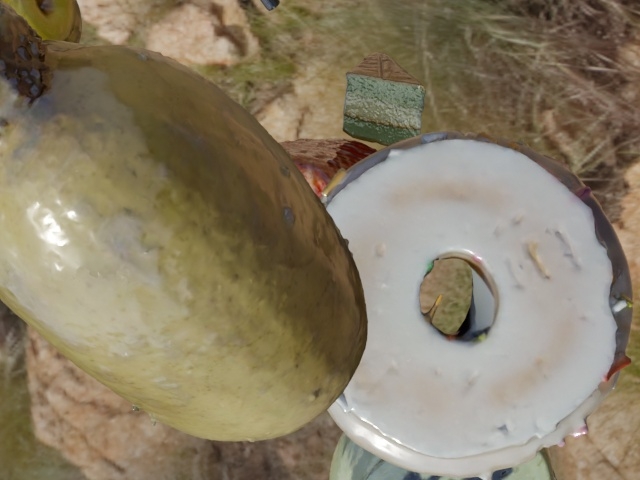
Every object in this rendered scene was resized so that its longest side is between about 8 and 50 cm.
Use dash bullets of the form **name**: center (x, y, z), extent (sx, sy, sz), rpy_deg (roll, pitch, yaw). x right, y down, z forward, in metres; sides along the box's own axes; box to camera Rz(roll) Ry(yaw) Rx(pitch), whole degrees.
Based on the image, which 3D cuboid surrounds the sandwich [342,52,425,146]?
- **sandwich**: center (0.128, -0.243, 1.617), extent (0.144, 0.187, 0.117), rpy_deg (14, 117, 16)

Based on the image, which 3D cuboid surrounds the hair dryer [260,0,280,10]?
- **hair dryer**: center (-0.102, -0.385, 1.495), extent (0.083, 0.026, 0.047), rpy_deg (11, 145, 53)

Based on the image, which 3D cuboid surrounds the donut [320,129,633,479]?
- **donut**: center (0.152, 0.066, 1.051), extent (0.382, 0.142, 0.382), rpy_deg (-1, 86, 10)

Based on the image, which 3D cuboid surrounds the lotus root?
- **lotus root**: center (-0.089, 0.000, 0.486), extent (0.169, 0.342, 0.151), rpy_deg (11, 67, 32)

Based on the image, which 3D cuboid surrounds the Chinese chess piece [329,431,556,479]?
- **Chinese chess piece**: center (0.188, 0.377, 1.460), extent (0.146, 0.349, 0.349), rpy_deg (-116, 39, -64)

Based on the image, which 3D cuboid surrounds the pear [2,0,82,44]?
- **pear**: center (-0.569, -0.363, 1.595), extent (0.336, 0.285, 0.285), rpy_deg (17, 107, 35)

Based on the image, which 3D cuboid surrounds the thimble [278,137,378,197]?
- **thimble**: center (0.000, 0.000, 1.570), extent (0.350, 0.230, 0.350), rpy_deg (11, 111, 32)
